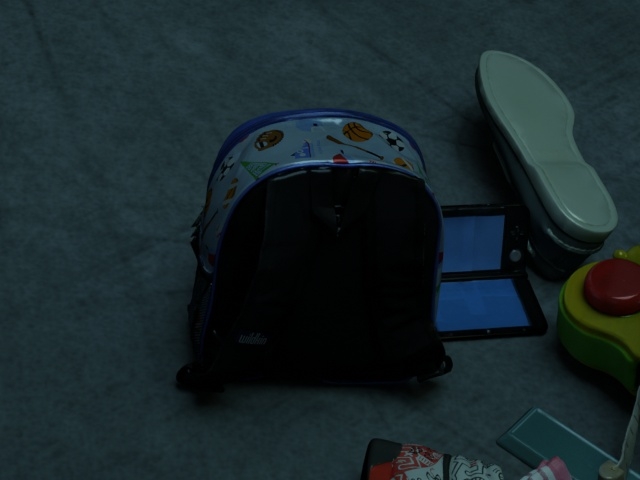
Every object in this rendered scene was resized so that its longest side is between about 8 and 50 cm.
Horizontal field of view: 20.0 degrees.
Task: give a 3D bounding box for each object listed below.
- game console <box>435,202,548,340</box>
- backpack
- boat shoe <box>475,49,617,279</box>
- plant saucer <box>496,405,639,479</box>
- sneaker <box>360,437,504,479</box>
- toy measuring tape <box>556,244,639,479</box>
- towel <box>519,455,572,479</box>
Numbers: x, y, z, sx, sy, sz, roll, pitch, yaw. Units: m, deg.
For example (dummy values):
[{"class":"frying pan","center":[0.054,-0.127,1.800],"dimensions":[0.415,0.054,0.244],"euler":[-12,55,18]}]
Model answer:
[{"class":"game console","center":[0.165,0.031,1.907],"dimensions":[0.144,0.124,0.085],"euler":[-3,17,-19]},{"class":"backpack","center":[0.000,0.000,1.754],"dimensions":[0.276,0.263,0.213],"euler":[-2,43,-16]},{"class":"boat shoe","center":[0.233,-0.090,2.044],"dimensions":[0.116,0.099,0.319],"euler":[5,42,-25]},{"class":"plant saucer","center":[0.266,0.227,1.762],"dimensions":[0.192,0.018,0.067],"euler":[33,44,22]},{"class":"sneaker","center":[0.102,0.286,1.592],"dimensions":[0.145,0.090,0.270],"euler":[10,38,-1]},{"class":"toy measuring tape","center":[0.280,0.118,1.821],"dimensions":[0.121,0.121,0.330],"euler":[19,47,6]},{"class":"towel","center":[0.185,0.297,1.587],"dimensions":[0.197,0.029,0.144],"euler":[-36,98,-40]}]
